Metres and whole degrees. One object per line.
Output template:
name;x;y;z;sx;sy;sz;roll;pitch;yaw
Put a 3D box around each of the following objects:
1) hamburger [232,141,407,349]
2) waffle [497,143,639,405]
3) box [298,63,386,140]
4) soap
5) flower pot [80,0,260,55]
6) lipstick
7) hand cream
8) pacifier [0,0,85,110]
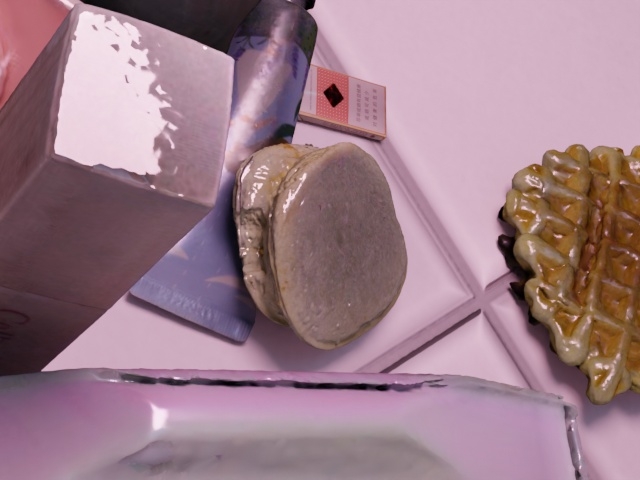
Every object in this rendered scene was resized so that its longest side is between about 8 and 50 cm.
hamburger;0.000;0.000;0.963;0.133;0.062;0.140;-28;113;-42
waffle;0.237;0.020;1.115;0.208;0.054;0.214;-17;72;-31
box;0.011;-0.105;1.069;0.083;0.012;0.046;13;63;-24
soap;-0.074;0.172;0.746;0.446;0.261;0.156;4;64;-27
flower pot;-0.098;-0.218;0.942;0.157;0.189;0.243;27;31;-24
lipstick;-0.155;0.013;0.701;0.076;0.371;0.079;18;61;-23
hand cream;-0.053;-0.067;0.994;0.091;0.058;0.271;27;63;-24
pacifier;-0.250;-0.135;0.810;0.273;0.220;0.332;-46;118;-37
